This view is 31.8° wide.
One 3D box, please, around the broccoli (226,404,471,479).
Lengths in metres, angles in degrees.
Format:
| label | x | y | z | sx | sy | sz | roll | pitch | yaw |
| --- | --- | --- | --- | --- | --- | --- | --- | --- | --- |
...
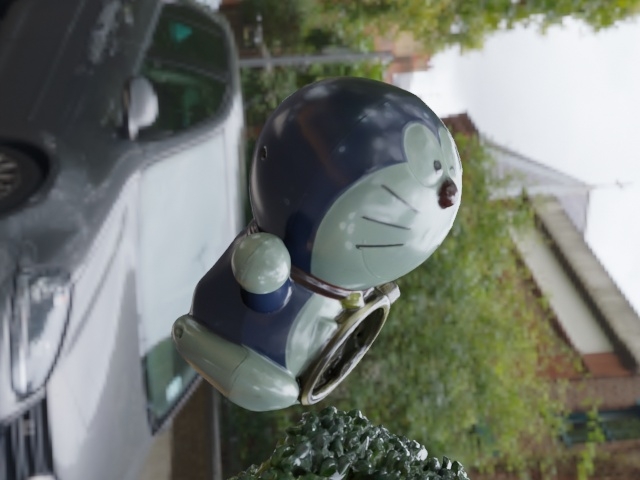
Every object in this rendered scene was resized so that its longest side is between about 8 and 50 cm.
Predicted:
| label | x | y | z | sx | sy | sz | roll | pitch | yaw |
| --- | --- | --- | --- | --- | --- | --- | --- | --- | --- |
| broccoli | 0.018 | 0.287 | 0.925 | 0.338 | 0.277 | 0.317 | -51 | 174 | 26 |

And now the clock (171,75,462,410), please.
| label | x | y | z | sx | sy | sz | roll | pitch | yaw |
| --- | --- | --- | --- | --- | --- | --- | --- | --- | --- |
| clock | 0.000 | 0.000 | 0.795 | 0.243 | 0.146 | 0.199 | -60 | 157 | 14 |
